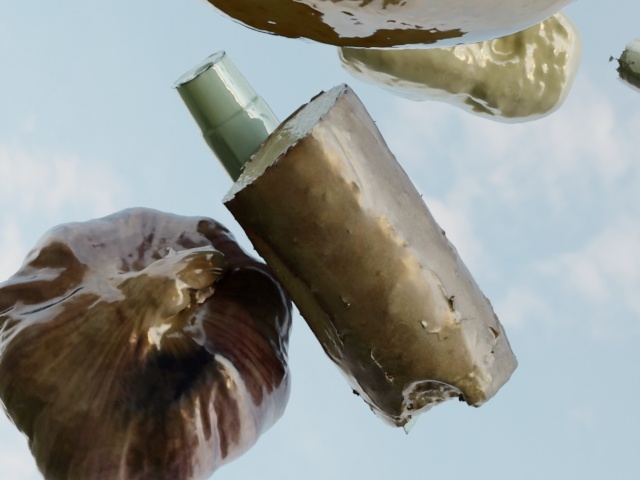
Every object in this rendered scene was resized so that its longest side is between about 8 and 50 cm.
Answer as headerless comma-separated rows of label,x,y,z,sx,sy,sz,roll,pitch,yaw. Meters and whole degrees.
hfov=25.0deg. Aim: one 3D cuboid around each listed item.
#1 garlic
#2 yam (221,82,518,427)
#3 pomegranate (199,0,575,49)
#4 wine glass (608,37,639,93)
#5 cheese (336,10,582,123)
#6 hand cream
garlic,-0.133,0.071,1.050,0.245,0.245,0.160,36,-30,18
yam,0.035,0.016,1.036,0.238,0.129,0.128,55,-20,-15
pomegranate,0.034,-0.223,0.721,0.307,0.307,0.307,22,-51,30
wine glass,0.382,-0.131,1.336,0.262,0.074,0.074,31,-45,43
cheese,0.144,-0.229,1.584,0.251,0.248,0.173,26,-82,37
hand cream,0.000,0.000,1.126,0.058,0.085,0.331,-25,-72,36
